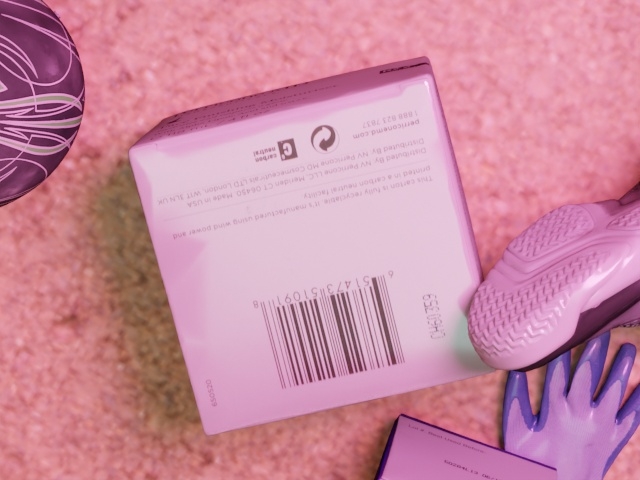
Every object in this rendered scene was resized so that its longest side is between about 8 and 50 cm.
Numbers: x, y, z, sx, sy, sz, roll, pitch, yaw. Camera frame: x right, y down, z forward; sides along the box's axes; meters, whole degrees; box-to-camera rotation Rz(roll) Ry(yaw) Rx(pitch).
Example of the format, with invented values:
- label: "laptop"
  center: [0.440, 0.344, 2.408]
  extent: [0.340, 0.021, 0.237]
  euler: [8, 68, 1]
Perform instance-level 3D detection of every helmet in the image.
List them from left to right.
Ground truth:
- label: "helmet"
  center: [-0.224, -0.091, 0.938]
  extent: [0.161, 0.169, 0.169]
  euler: [19, 103, 16]

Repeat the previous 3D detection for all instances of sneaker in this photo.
- label: "sneaker"
  center: [0.211, 0.033, 0.926]
  extent: [0.268, 0.101, 0.153]
  euler: [-35, 110, -25]

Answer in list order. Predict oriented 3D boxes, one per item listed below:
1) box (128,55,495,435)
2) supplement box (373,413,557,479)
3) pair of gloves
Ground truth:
- label: "box"
  center: [0.000, 0.000, 0.959]
  extent: [0.181, 0.119, 0.182]
  euler: [-13, 101, 6]
- label: "supplement box"
  center: [0.060, 0.241, 1.003]
  extent: [0.111, 0.114, 0.220]
  euler: [19, 107, 4]
- label: "pair of gloves"
  center: [0.209, 0.142, 1.030]
  extent: [0.198, 0.023, 0.159]
  euler: [13, 104, 1]
